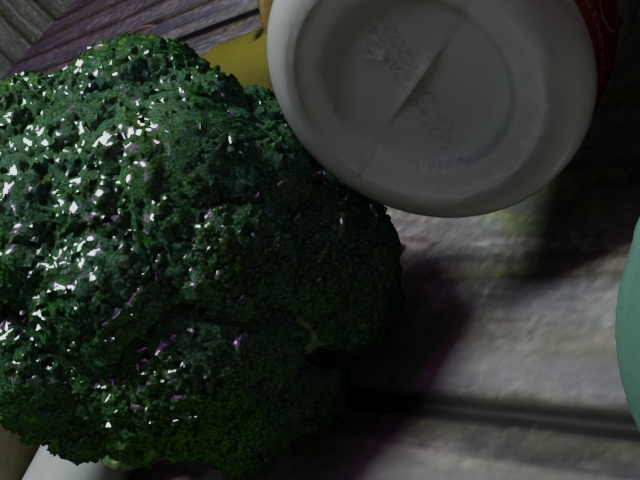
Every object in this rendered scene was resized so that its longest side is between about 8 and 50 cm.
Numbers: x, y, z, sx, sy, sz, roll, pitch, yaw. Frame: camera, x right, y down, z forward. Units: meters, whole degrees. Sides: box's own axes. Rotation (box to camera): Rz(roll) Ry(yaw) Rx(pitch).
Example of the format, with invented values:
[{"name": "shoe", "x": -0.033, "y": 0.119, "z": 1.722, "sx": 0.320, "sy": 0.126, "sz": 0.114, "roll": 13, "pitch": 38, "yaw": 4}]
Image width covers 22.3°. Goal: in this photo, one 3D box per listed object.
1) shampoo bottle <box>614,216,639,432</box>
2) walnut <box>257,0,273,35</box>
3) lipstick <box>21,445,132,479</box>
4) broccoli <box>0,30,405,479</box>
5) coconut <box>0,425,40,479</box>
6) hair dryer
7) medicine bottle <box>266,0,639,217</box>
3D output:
[{"name": "shampoo bottle", "x": 0.175, "y": 0.053, "z": 0.337, "sx": 0.222, "sy": 0.151, "sz": 0.349, "roll": -45, "pitch": 17, "yaw": 4}, {"name": "walnut", "x": 0.051, "y": -0.189, "z": 1.063, "sx": 0.213, "sy": 0.213, "sz": 0.213, "roll": -39, "pitch": 19, "yaw": 16}, {"name": "lipstick", "x": -0.135, "y": 0.116, "z": 0.997, "sx": 0.059, "sy": 0.059, "sz": 0.264, "roll": -31, "pitch": 22, "yaw": 35}, {"name": "broccoli", "x": -0.081, "y": 0.021, "z": 0.869, "sx": 0.270, "sy": 0.270, "sz": 0.270, "roll": 109, "pitch": -172, "yaw": -50}, {"name": "coconut", "x": -0.293, "y": 0.106, "z": 1.138, "sx": 0.222, "sy": 0.202, "sz": 0.202, "roll": -37, "pitch": 20, "yaw": 28}, {"name": "hair dryer", "x": 0.025, "y": -0.184, "z": 1.287, "sx": 0.278, "sy": 0.090, "sz": 0.135, "roll": -48, "pitch": 17, "yaw": -29}, {"name": "medicine bottle", "x": 0.091, "y": -0.147, "z": 0.837, "sx": 0.157, "sy": 0.157, "sz": 0.288, "roll": -30, "pitch": 18, "yaw": 36}]
